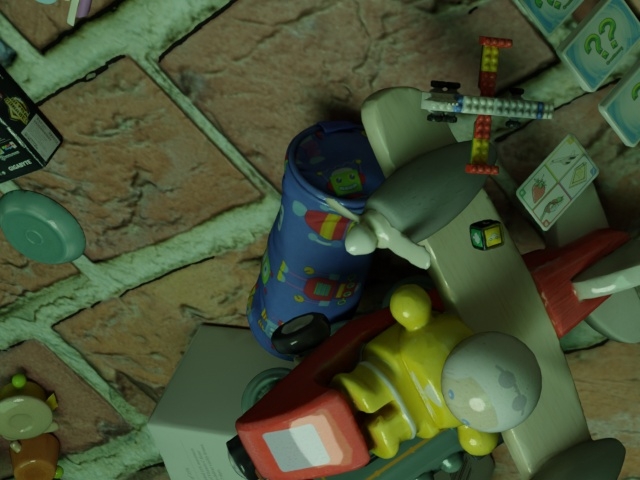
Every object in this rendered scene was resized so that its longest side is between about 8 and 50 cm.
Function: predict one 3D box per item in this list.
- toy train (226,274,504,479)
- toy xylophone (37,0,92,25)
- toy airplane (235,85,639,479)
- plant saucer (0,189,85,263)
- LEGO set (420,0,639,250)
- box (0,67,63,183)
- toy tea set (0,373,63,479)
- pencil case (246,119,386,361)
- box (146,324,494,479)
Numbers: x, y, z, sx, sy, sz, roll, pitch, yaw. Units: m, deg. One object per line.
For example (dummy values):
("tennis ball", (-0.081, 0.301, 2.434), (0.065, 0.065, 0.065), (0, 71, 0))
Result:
("toy train", (0.068, 0.177, 1.590), (0.190, 0.334, 0.142), (55, 178, 25))
("toy xylophone", (-0.338, -0.347, 1.429), (0.323, 0.081, 0.236), (21, 140, 7))
("toy airplane", (0.156, 0.095, 1.389), (0.386, 0.272, 0.384), (19, 98, -12))
("plant saucer", (-0.341, -0.010, 1.842), (0.119, 0.021, 0.119), (15, 140, 14))
("LEGO set", (0.191, -0.108, 1.272), (0.182, 0.244, 0.060), (49, 167, -24))
("box", (-0.424, -0.134, 1.730), (0.220, 0.051, 0.175), (-15, 125, 40))
("toy tea set", (-0.462, 0.299, 2.203), (0.200, 0.124, 0.336), (-8, 133, -4))
("pencil case", (0.000, 0.000, 1.585), (0.119, 0.133, 0.306), (0, 143, -13))
("box", (0.004, 0.244, 1.808), (0.345, 0.168, 0.215), (5, 136, 24))
